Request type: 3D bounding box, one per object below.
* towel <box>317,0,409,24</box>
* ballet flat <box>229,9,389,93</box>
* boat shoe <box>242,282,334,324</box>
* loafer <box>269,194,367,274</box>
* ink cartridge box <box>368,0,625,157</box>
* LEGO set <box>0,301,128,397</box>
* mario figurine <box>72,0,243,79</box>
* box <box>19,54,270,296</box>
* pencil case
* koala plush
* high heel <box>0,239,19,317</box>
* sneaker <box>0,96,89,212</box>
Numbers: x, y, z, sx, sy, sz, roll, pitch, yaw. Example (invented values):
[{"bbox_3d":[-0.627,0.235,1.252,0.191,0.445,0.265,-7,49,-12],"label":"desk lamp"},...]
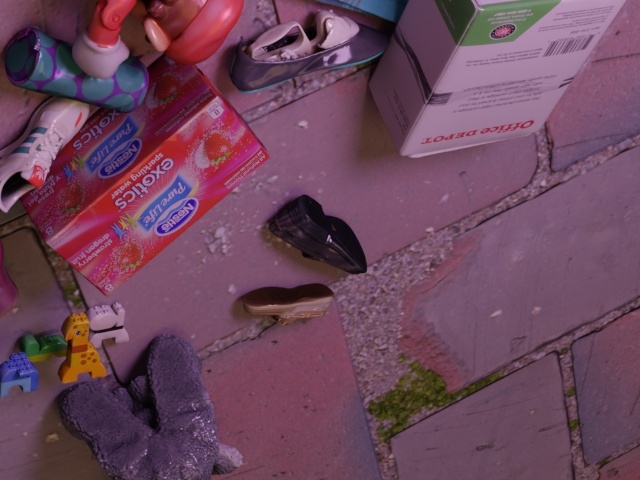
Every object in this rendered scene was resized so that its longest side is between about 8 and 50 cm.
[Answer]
[{"bbox_3d":[0.084,-0.403,1.783,0.271,0.040,0.370,10,132,-37],"label":"towel"},{"bbox_3d":[-0.012,-0.230,1.900,0.203,0.074,0.074,-18,132,-17],"label":"ballet flat"},{"bbox_3d":[-0.044,0.089,2.144,0.135,0.050,0.045,-3,120,-31],"label":"boat shoe"},{"bbox_3d":[0.000,0.000,2.105,0.061,0.062,0.170,-28,136,22],"label":"loafer"},{"bbox_3d":[0.204,-0.238,1.923,0.211,0.122,0.289,-11,153,-25],"label":"ink cartridge box"},{"bbox_3d":[-0.325,0.120,1.965,0.227,0.087,0.093,-10,129,-27],"label":"LEGO set"},{"bbox_3d":[-0.212,-0.299,1.691,0.198,0.170,0.320,-26,139,19],"label":"mario figurine"},{"bbox_3d":[-0.204,-0.078,1.857,0.257,0.123,0.128,-40,136,1],"label":"box"},{"bbox_3d":[-0.265,-0.187,1.775,0.151,0.064,0.070,13,79,-40],"label":"pencil case"},{"bbox_3d":[-0.202,0.278,2.114,0.196,0.203,0.221,-28,146,-10],"label":"koala plush"},{"bbox_3d":[-0.516,0.102,1.801,0.377,0.127,0.181,-41,147,-18],"label":"high heel"},{"bbox_3d":[-0.312,-0.094,1.810,0.161,0.075,0.057,-41,135,3],"label":"sneaker"}]
